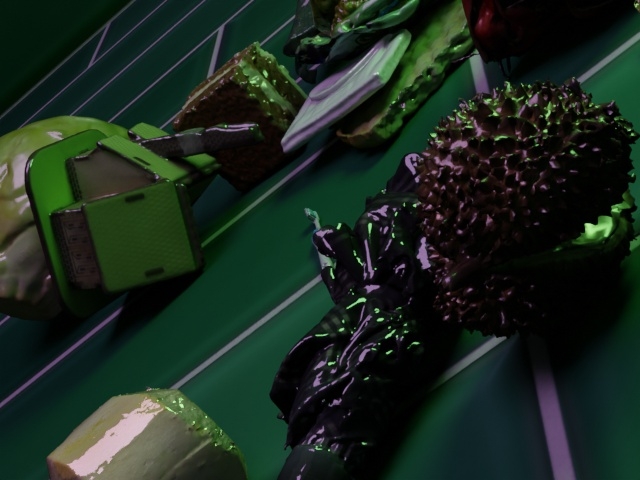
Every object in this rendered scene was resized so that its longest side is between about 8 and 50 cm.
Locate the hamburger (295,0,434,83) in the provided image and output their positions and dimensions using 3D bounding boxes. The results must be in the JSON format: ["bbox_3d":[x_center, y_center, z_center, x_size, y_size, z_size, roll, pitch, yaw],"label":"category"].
[{"bbox_3d":[0.068,-0.326,1.822,0.276,0.150,0.260,-38,2,-39],"label":"hamburger"}]

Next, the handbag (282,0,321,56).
[{"bbox_3d":[0.060,-0.350,2.033,0.270,0.088,0.175,-39,13,15],"label":"handbag"}]

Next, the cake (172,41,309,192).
[{"bbox_3d":[-0.092,-0.163,1.920,0.134,0.135,0.147,-33,17,31],"label":"cake"}]

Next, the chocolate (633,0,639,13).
[{"bbox_3d":[0.334,-0.225,1.339,0.100,0.031,0.064,-45,30,-4],"label":"chocolate"}]

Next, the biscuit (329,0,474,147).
[{"bbox_3d":[0.108,-0.206,1.745,0.273,0.036,0.187,-49,20,-13],"label":"biscuit"}]

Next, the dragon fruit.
[{"bbox_3d":[0.205,-0.302,1.494,0.293,0.234,0.234,-58,16,14],"label":"dragon fruit"}]

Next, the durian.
[{"bbox_3d":[0.141,-0.017,1.060,0.167,0.196,0.196,5,49,42],"label":"durian"}]

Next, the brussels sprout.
[{"bbox_3d":[-0.374,-0.034,2.083,0.274,0.242,0.316,25,73,44],"label":"brussels sprout"}]

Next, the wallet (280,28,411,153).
[{"bbox_3d":[0.027,-0.176,1.746,0.183,0.032,0.124,-31,22,40],"label":"wallet"}]

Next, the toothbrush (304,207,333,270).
[{"bbox_3d":[0.000,0.000,1.570,0.014,0.017,0.162,-53,20,14],"label":"toothbrush"}]

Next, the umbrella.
[{"bbox_3d":[0.027,0.075,1.196,0.154,0.128,0.336,-11,41,54],"label":"umbrella"}]

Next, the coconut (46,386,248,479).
[{"bbox_3d":[-0.149,0.206,1.247,0.152,0.147,0.147,-46,19,-15],"label":"coconut"}]

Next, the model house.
[{"bbox_3d":[-0.182,-0.036,1.819,0.279,0.218,0.205,-7,15,25],"label":"model house"}]
